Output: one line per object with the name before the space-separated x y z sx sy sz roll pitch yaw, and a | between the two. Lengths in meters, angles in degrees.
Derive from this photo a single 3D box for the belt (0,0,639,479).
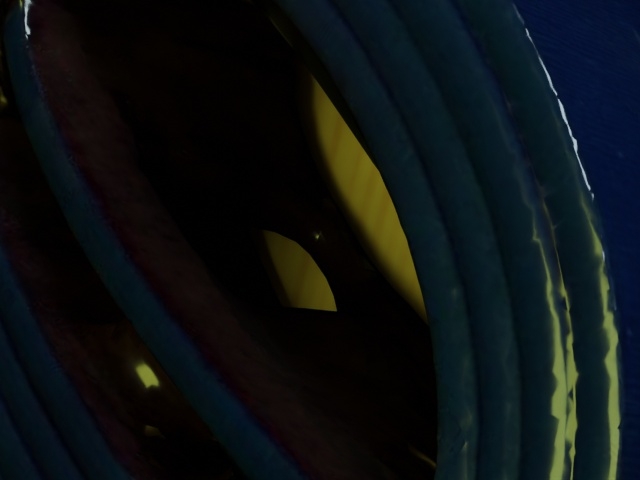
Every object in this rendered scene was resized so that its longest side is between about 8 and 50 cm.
belt | 0.000 0.000 0.522 0.212 0.117 0.347 -57 43 22
